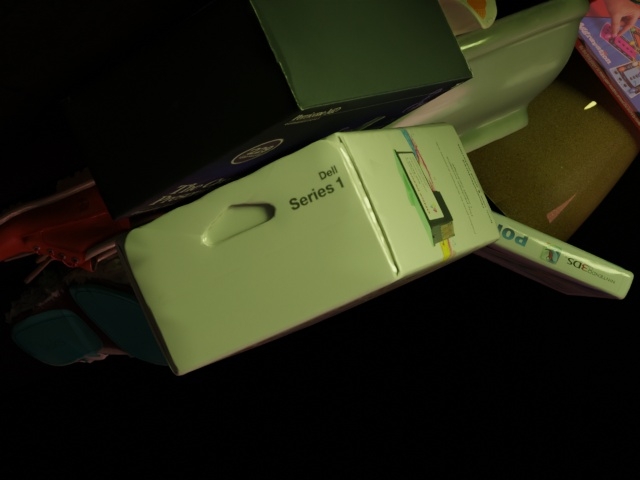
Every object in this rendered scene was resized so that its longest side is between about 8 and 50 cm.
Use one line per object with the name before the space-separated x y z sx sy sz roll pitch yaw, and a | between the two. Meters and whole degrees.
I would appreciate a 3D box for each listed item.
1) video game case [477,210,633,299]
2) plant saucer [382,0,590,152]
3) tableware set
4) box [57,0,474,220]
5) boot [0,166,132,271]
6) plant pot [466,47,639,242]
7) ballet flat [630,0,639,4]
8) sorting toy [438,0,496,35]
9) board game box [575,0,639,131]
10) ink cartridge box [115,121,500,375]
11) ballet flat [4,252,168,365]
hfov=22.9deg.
video game case | 0.185 -0.007 1.818 0.329 0.300 0.036 135 -21 -88
plant saucer | 0.086 -0.115 1.522 0.400 0.101 0.400 -24 -178 1
tableware set | -0.234 -0.004 1.699 0.128 0.039 0.194 -28 175 37
box | -0.032 -0.112 1.162 0.184 0.103 0.261 -31 173 32
boot | -0.241 -0.001 1.416 0.158 0.085 0.059 -25 178 14
plant pot | 0.304 -0.154 1.913 0.254 0.237 0.237 -41 172 14
ballet flat | 0.392 -0.292 1.572 0.232 0.080 0.073 -25 147 -34
sorting toy | 0.116 -0.200 1.325 0.083 0.045 0.075 -11 -161 43
board game box | 0.379 -0.204 1.739 0.145 0.027 0.281 -28 137 21
ink cartridge box | 0.000 0.000 1.246 0.201 0.117 0.278 -25 176 21
ballet flat | -0.227 0.057 1.773 0.147 0.147 0.409 -22 -172 -35
